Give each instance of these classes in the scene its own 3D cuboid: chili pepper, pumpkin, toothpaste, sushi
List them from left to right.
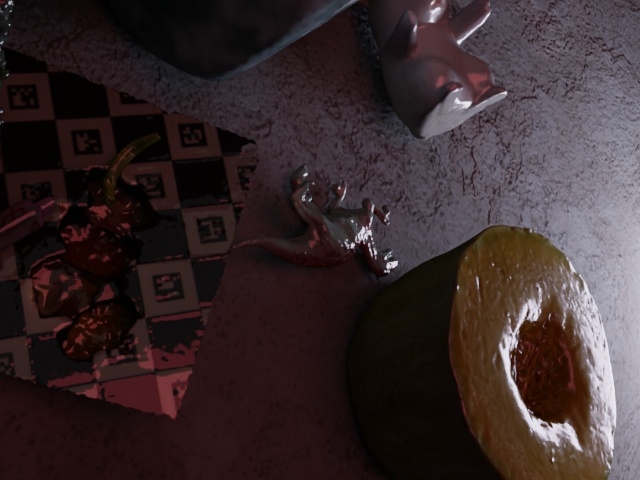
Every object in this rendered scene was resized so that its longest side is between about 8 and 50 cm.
[{"bbox_3d":[-0.294,0.010,0.669,0.170,0.028,0.045,-35,90,-25],"label":"toothpaste"},{"bbox_3d":[-0.213,-0.005,0.748,0.264,0.050,0.289,18,67,-13],"label":"sushi"},{"bbox_3d":[-0.177,-0.067,0.744,0.030,0.017,0.083,23,70,12],"label":"chili pepper"},{"bbox_3d":[0.181,0.157,0.955,0.332,0.199,0.332,18,65,-44],"label":"pumpkin"}]

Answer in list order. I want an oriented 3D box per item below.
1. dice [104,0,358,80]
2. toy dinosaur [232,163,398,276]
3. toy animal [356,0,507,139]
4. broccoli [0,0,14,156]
[{"bbox_3d":[-0.043,-0.381,0.805,0.348,0.328,0.330,-41,106,-39],"label":"dice"},{"bbox_3d":[0.000,0.000,0.919,0.242,0.053,0.167,-34,108,-49],"label":"toy dinosaur"},{"bbox_3d":[0.126,-0.277,1.047,0.141,0.138,0.282,-15,87,-37],"label":"toy animal"},{"bbox_3d":[-0.410,-0.172,0.551,0.397,0.274,0.353,13,51,-16],"label":"broccoli"}]
